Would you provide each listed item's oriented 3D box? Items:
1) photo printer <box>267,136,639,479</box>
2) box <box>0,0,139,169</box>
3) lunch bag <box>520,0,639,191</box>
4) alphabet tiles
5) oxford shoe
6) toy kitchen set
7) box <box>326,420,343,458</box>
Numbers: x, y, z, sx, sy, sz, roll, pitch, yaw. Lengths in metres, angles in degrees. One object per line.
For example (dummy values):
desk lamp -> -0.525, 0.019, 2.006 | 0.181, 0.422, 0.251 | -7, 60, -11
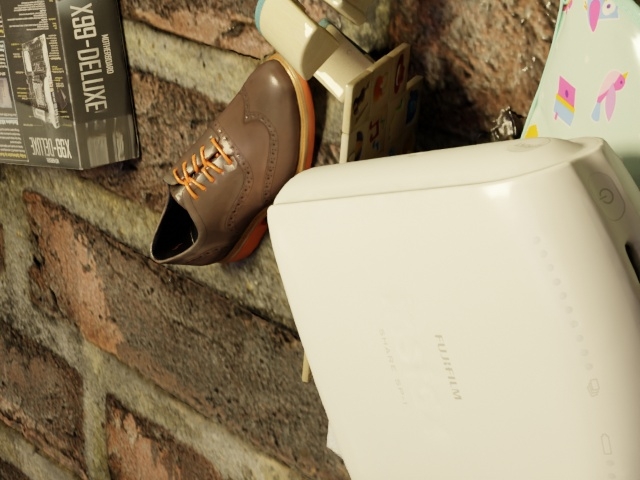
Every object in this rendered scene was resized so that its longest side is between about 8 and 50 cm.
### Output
photo printer -> 0.112, 0.063, 1.110 | 0.307, 0.107, 0.256 | -3, 108, 55
box -> -0.322, -0.207, 1.886 | 0.307, 0.076, 0.242 | 6, 107, 53
lunch bag -> 0.242, -0.045, 1.107 | 0.262, 0.160, 0.223 | 39, 133, 32
alphabet tiles -> 0.036, -0.031, 1.372 | 0.009, 0.198, 0.237 | 15, 117, 20
oxford shoe -> -0.084, -0.063, 1.593 | 0.097, 0.098, 0.271 | 54, 140, 27
toy kitchen set -> 0.045, -0.225, 1.393 | 0.207, 0.166, 0.122 | -46, 59, 9
box -> 0.108, 0.078, 1.346 | 0.163, 0.142, 0.247 | 32, 127, 43
